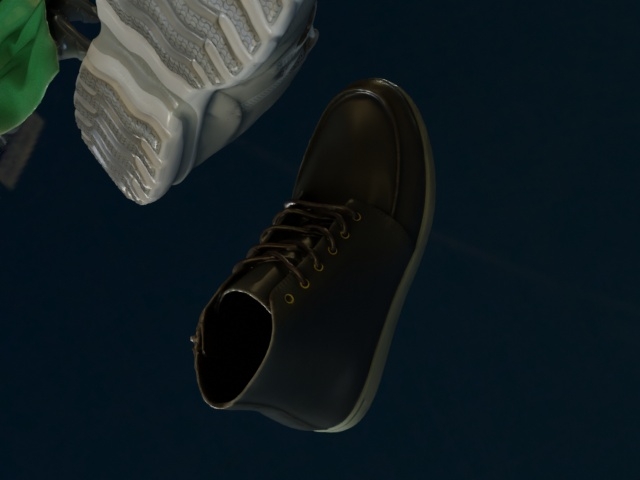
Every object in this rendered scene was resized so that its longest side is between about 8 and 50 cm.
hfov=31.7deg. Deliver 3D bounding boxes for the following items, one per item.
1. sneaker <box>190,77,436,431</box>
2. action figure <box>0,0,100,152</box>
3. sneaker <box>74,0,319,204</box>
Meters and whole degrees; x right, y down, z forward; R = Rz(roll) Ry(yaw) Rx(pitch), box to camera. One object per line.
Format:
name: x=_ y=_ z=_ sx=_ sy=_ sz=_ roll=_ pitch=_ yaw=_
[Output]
sneaker: x=0.000 y=0.000 z=0.660 sx=0.083 sy=0.118 sz=0.222 roll=5 pitch=-99 yaw=33
action figure: x=-0.220 y=-0.057 z=0.683 sx=0.232 sy=0.063 sz=0.137 roll=-41 pitch=-146 yaw=22
sneaker: x=-0.049 y=-0.124 z=0.571 sx=0.115 sy=0.281 sz=0.105 roll=-37 pitch=-92 yaw=-30
